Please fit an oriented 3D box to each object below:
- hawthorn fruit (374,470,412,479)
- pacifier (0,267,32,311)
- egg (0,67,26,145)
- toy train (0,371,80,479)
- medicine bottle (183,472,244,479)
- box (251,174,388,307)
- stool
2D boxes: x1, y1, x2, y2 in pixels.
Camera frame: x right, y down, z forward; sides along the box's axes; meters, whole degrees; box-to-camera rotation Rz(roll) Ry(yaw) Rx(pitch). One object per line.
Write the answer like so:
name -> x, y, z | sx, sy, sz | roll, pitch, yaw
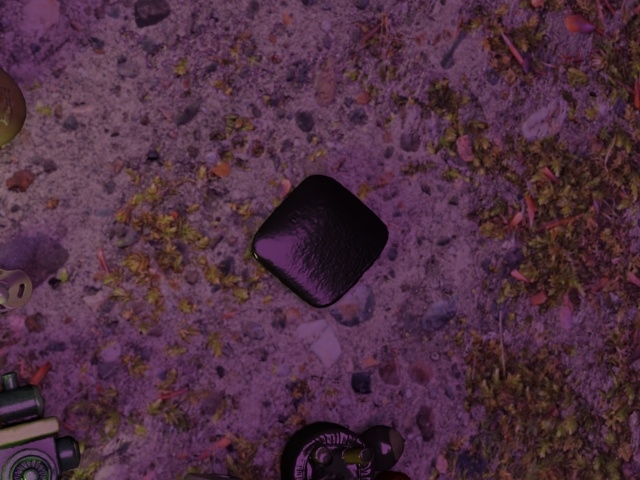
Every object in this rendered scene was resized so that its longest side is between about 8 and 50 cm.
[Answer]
hawthorn fruit -> 0.132, 0.446, 1.971 | 0.081, 0.093, 0.081 | 1, 85, -17
pacifier -> -0.515, 0.084, 1.800 | 0.099, 0.078, 0.081 | 12, 103, -18
egg -> -0.565, -0.222, 1.767 | 0.201, 0.164, 0.164 | 20, 79, -17
toy train -> -0.566, 0.321, 1.732 | 0.369, 0.150, 0.237 | -11, 83, -21
medicine bottle -> -0.180, 0.520, 1.837 | 0.143, 0.143, 0.258 | 13, 82, -17
box -> 0.000, 0.000, 1.994 | 0.201, 0.042, 0.212 | 42, 73, -11
stool -> 0.036, 0.380, 1.923 | 0.228, 0.139, 0.153 | -41, 100, -14
